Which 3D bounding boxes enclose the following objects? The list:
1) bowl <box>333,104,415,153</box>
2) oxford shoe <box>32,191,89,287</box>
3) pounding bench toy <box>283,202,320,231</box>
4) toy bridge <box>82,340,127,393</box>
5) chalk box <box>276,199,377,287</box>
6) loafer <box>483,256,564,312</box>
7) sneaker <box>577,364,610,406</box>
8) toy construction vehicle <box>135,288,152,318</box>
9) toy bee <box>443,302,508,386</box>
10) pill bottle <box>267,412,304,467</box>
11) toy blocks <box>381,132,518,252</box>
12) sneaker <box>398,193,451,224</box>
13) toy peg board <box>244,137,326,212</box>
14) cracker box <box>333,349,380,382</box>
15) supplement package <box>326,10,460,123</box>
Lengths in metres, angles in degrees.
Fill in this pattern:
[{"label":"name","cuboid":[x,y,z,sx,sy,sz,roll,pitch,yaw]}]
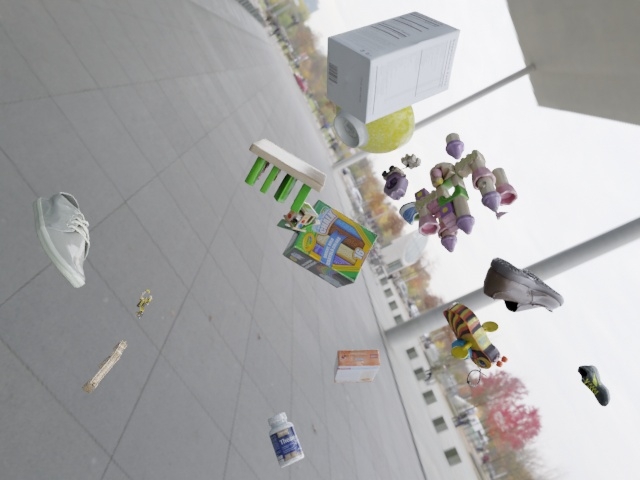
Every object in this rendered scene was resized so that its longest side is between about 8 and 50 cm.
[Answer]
[{"label":"bowl","cuboid":[0.134,-0.378,1.460,0.289,0.156,0.289,42,-23,23]},{"label":"oxford shoe","cuboid":[-0.787,-0.023,1.453,0.449,0.130,0.169,46,-24,43]},{"label":"pounding bench toy","cuboid":[-0.045,-0.050,1.187,0.052,0.065,0.083,15,32,-49]},{"label":"toy bridge","cuboid":[-0.569,0.327,1.264,0.026,0.063,0.188,45,19,-14]},{"label":"chalk box","cuboid":[0.000,0.000,1.507,0.289,0.179,0.180,32,-18,-8]},{"label":"loafer","cuboid":[0.631,0.162,1.491,0.365,0.130,0.134,23,18,-31]},{"label":"sneaker","cuboid":[0.505,0.270,0.872,0.083,0.035,0.031,-91,-166,-49]},{"label":"toy construction vehicle","cuboid":[-0.716,0.253,1.883,0.035,0.098,0.086,31,6,-26]},{"label":"toy bee","cuboid":[0.519,0.338,1.504,0.298,0.195,0.162,46,-23,-21]},{"label":"pill bottle","cuboid":[-0.092,0.508,1.199,0.120,0.067,0.067,65,7,24]},{"label":"toy blocks","cuboid":[0.388,-0.112,1.388,0.309,0.288,0.260,29,43,-30]},{"label":"sneaker","cuboid":[0.406,-0.114,1.764,0.080,0.211,0.081,72,-4,-51]},{"label":"toy peg board","cuboid":[-0.078,-0.135,0.985,0.161,0.079,0.161,31,15,-6]},{"label":"cracker box","cuboid":[0.135,0.486,1.800,0.232,0.155,0.067,96,-7,-59]},{"label":"supplement package","cuboid":[0.148,-0.365,0.974,0.134,0.244,0.139,44,-31,34]}]
